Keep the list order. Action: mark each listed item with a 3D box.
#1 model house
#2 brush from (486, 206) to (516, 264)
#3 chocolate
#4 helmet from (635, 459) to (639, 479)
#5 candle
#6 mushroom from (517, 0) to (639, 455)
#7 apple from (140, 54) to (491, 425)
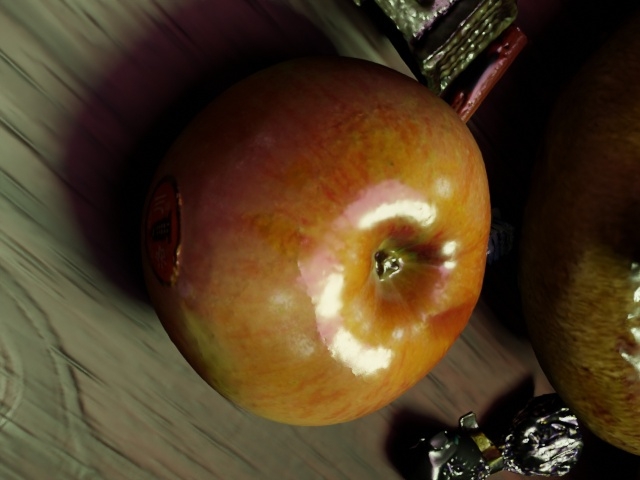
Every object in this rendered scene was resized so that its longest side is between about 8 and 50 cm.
[{"bbox_3d":[0.079,-0.167,0.886,0.165,0.106,0.152,-45,131,-6],"label":"model house"},{"bbox_3d":[0.058,0.029,1.028,0.178,0.030,0.033,-27,137,-27],"label":"brush"},{"bbox_3d":[0.119,0.150,1.130,0.147,0.070,0.072,-2,124,-28],"label":"chocolate"},{"bbox_3d":[0.370,0.191,1.254,0.338,0.197,0.271,-1,120,-34],"label":"helmet"},{"bbox_3d":[0.078,-0.071,0.996,0.167,0.021,0.026,-52,154,-6],"label":"candle"},{"bbox_3d":[0.274,-0.026,1.065,0.345,0.239,0.345,-32,153,-19],"label":"mushroom"},{"bbox_3d":[0.000,0.000,0.869,0.209,0.164,0.209,-17,120,-33],"label":"apple"}]
